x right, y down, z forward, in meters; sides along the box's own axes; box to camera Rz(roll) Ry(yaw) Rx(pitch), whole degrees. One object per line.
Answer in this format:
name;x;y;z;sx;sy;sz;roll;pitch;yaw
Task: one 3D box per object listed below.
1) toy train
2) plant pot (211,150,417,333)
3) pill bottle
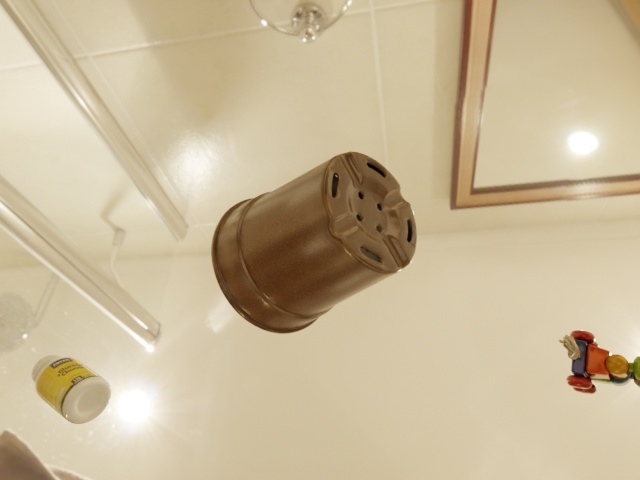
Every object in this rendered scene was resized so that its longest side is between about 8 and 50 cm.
toy train;0.526;0.221;0.844;0.144;0.248;0.105;1;-110;35
plant pot;0.000;0.000;0.494;0.165;0.167;0.166;-27;-139;43
pill bottle;-0.553;0.317;1.029;0.184;0.103;0.103;15;-121;33
